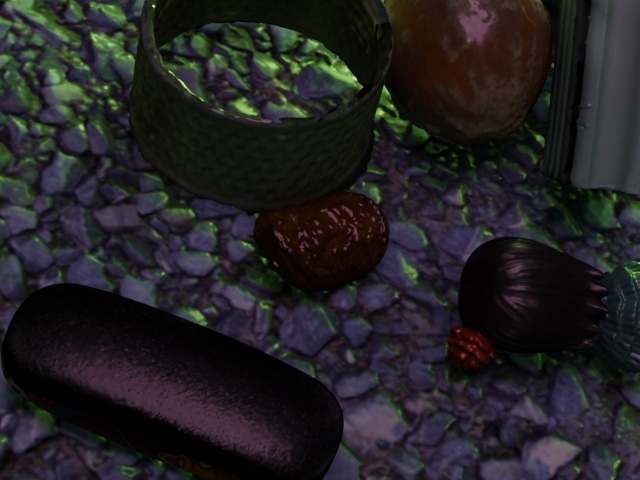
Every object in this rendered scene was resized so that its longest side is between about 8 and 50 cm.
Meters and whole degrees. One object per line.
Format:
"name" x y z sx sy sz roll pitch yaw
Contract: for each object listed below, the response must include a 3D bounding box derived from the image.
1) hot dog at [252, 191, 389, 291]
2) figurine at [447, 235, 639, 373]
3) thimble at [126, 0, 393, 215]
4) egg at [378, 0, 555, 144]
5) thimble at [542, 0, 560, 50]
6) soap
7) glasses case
"hot dog" 0.000 -0.003 1.670 0.147 0.065 0.099 -17 58 -37
"figurine" 0.250 0.075 1.650 0.245 0.110 0.138 11 70 -13
"thimble" -0.059 -0.173 1.725 0.271 0.150 0.271 5 55 -7
"egg" 0.155 -0.209 1.783 0.195 0.195 0.233 -1 51 -14
"thimble" 0.294 -0.347 1.935 0.205 0.172 0.250 20 55 -4
"soap" 0.297 -0.179 1.750 0.094 0.261 0.150 4 9 -2
"glasses case" -0.135 0.136 1.523 0.321 0.082 0.122 22 53 2
